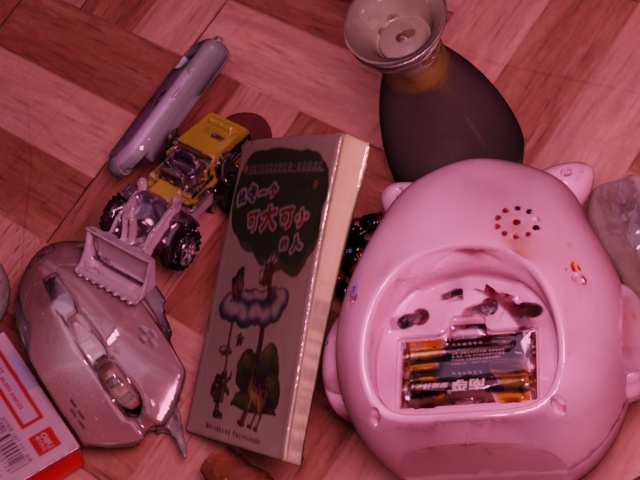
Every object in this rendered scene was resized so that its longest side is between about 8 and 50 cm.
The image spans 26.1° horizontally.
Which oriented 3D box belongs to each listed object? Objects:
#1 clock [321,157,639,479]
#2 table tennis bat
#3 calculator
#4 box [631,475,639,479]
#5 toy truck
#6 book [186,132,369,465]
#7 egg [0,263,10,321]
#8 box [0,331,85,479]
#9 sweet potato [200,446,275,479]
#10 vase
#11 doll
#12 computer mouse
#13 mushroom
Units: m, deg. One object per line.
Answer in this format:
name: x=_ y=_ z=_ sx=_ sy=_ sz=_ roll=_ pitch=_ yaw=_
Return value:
clock: x=0.178 y=0.081 z=1.530 sx=0.368 sy=0.250 sz=0.377 roll=-6 pitch=62 yaw=17
table tennis bat: x=-0.123 y=-0.107 z=1.884 sx=0.095 sy=0.014 sz=0.158 roll=14 pitch=67 yaw=23
calculator: x=-0.207 y=-0.184 z=1.898 sx=0.246 sy=0.045 sz=0.141 roll=-54 pitch=16 yaw=-12
box: x=0.275 y=0.352 z=1.468 sx=0.243 sy=0.055 sz=0.103 roll=-32 pitch=58 yaw=3
toy truck: x=-0.193 y=-0.050 z=1.776 sx=0.136 sy=0.111 sz=0.286 roll=26 pitch=56 yaw=24
book: x=-0.060 y=0.060 z=1.621 sx=0.260 sy=0.043 sz=0.371 roll=2 pitch=79 yaw=59
egg: x=-0.490 y=0.086 z=1.853 sx=0.131 sy=0.131 sz=0.164 roll=32 pitch=91 yaw=31
box: x=-0.408 y=0.227 z=1.774 sx=0.123 sy=0.050 sz=0.229 roll=-31 pitch=57 yaw=-19
sweet potato: x=-0.039 y=0.343 z=1.587 sx=0.281 sy=0.059 sz=0.067 roll=46 pitch=129 yaw=32
vase: x=0.129 y=-0.176 z=1.642 sx=0.173 sy=0.321 sz=0.173 roll=-9 pitch=60 yaw=16
doll: x=0.001 y=-0.003 z=1.739 sx=0.248 sy=0.088 sz=0.127 roll=26 pitch=45 yaw=23
computer mouse: x=-0.286 y=0.134 z=1.761 sx=0.199 sy=0.115 sz=0.389 roll=-40 pitch=56 yaw=1
mushroom: x=0.380 y=0.026 z=1.585 sx=0.092 sy=0.081 sz=0.223 roll=-29 pitch=57 yaw=11
